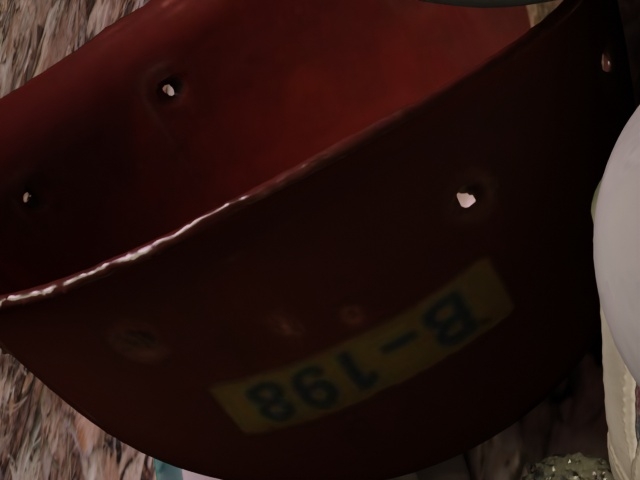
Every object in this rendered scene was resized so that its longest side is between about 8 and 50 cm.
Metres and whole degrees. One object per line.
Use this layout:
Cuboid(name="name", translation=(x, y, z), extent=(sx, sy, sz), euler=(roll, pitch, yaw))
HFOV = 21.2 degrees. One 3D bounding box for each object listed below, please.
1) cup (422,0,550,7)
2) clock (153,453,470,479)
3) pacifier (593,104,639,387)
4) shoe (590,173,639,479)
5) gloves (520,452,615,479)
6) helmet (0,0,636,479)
Cuboid(name="cup", translation=(0.098, -0.247, 0.673), extent=(0.274, 0.357, 0.259), euler=(-110, 4, -63))
Cuboid(name="clock", translation=(-0.015, 0.147, 1.037), extent=(0.262, 0.116, 0.231), euler=(-104, 28, -51))
Cuboid(name="pacifier", translation=(0.190, 0.015, 0.378), extent=(0.288, 0.269, 0.343), euler=(115, 166, -75))
Cuboid(name="shoe", translation=(0.172, -0.032, 0.615), extent=(0.210, 0.132, 0.342), euler=(180, 98, -66))
Cuboid(name="gloves", translation=(0.109, 0.170, 0.747), extent=(0.114, 0.070, 0.153), euler=(-170, 94, -69))
Cuboid(name="helmet", translation=(0.000, 0.000, 0.827), extent=(0.385, 0.230, 0.337), euler=(-27, 25, 7))
